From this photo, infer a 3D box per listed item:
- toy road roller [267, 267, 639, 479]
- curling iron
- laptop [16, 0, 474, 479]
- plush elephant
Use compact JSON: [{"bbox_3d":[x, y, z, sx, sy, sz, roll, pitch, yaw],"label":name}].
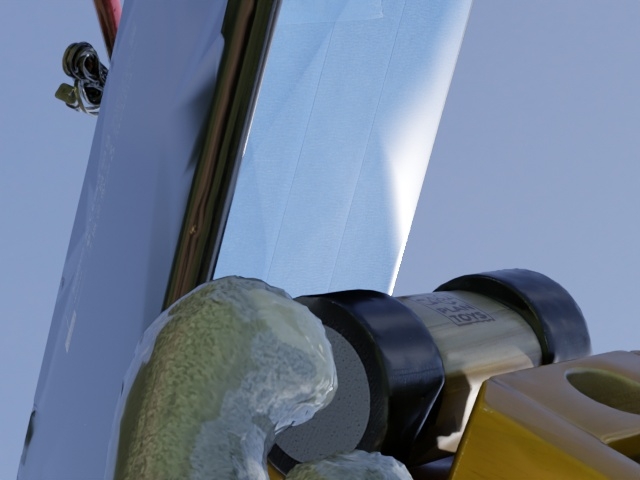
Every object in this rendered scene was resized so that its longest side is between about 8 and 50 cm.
[{"bbox_3d":[0.106,0.168,0.990,0.329,0.202,0.240,26,-71,33],"label":"toy road roller"},{"bbox_3d":[-0.176,-0.206,1.497,0.035,0.068,0.274,22,-46,25],"label":"curling iron"},{"bbox_3d":[0.000,0.000,0.997,0.408,0.236,0.382,-122,-136,-66],"label":"laptop"},{"bbox_3d":[0.020,0.215,0.626,0.272,0.255,0.330,-60,-161,24],"label":"plush elephant"}]
